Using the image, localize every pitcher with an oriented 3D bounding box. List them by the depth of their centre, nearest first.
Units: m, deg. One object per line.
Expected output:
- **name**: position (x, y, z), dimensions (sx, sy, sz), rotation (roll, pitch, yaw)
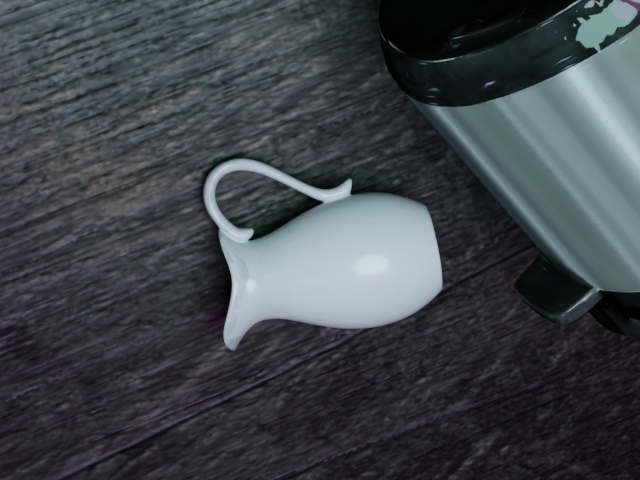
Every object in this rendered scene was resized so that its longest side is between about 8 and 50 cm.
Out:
- **pitcher**: position (0.000, 0.000, 1.389), dimensions (0.207, 0.125, 0.177), rotation (-10, 99, -2)

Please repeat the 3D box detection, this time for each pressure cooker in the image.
- **pressure cooker**: position (0.305, -0.140, 1.290), dimensions (0.370, 0.375, 0.420), rotation (-21, 125, 35)
